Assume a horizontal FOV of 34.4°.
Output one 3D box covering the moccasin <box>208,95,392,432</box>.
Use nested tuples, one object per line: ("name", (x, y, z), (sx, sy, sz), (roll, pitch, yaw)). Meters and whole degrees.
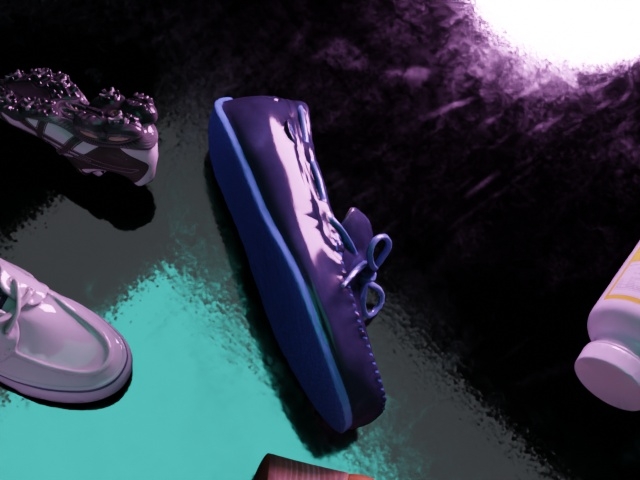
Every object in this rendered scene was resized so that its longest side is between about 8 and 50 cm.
("moccasin", (0.000, 0.000, 0.946), (0.116, 0.138, 0.342), (-14, 71, -20))

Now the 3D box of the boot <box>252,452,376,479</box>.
("boot", (0.040, 0.297, 0.796), (0.220, 0.109, 0.283), (22, 23, -8))

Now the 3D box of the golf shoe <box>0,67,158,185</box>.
("golf shoe", (-0.239, -0.103, 0.982), (0.198, 0.094, 0.077), (20, 47, 27))

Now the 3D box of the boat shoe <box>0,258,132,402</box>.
("boat shoe", (-0.285, 0.062, 0.893), (0.258, 0.084, 0.095), (21, 65, -1))

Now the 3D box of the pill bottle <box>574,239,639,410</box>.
("pill bottle", (0.321, 0.070, 0.991), (0.103, 0.103, 0.184), (38, 66, 7))
